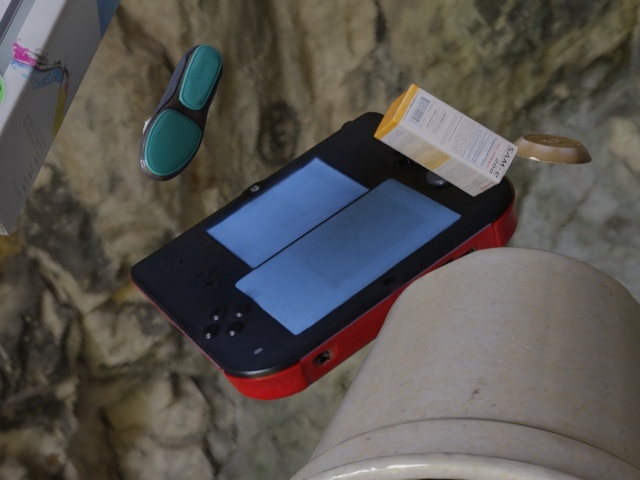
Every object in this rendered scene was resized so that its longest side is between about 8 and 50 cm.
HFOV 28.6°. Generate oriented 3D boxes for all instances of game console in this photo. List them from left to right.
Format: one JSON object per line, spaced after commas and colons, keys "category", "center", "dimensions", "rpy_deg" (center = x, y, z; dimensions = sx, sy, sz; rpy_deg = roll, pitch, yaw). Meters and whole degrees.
{"category": "game console", "center": [0.000, 0.000, 1.448], "dimensions": [0.387, 0.342, 0.060], "rpy_deg": [-34, -51, -15]}

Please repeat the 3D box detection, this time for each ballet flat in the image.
{"category": "ballet flat", "center": [-0.174, -0.148, 1.533], "dimensions": [0.074, 0.074, 0.203], "rpy_deg": [120, 171, -62]}

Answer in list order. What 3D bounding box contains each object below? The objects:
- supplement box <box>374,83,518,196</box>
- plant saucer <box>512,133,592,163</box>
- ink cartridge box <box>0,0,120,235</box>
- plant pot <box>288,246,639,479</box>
{"category": "supplement box", "center": [0.099, -0.078, 0.996], "dimensions": [0.036, 0.098, 0.062], "rpy_deg": [-61, 7, -13]}
{"category": "plant saucer", "center": [0.230, -0.093, 1.253], "dimensions": [0.083, 0.083, 0.015], "rpy_deg": [-19, -61, -54]}
{"category": "ink cartridge box", "center": [-0.314, -0.175, 1.082], "dimensions": [0.197, 0.198, 0.270], "rpy_deg": [123, 170, -77]}
{"category": "plant pot", "center": [0.125, 0.174, 0.849], "dimensions": [0.334, 0.334, 0.305], "rpy_deg": [-44, 13, 33]}
